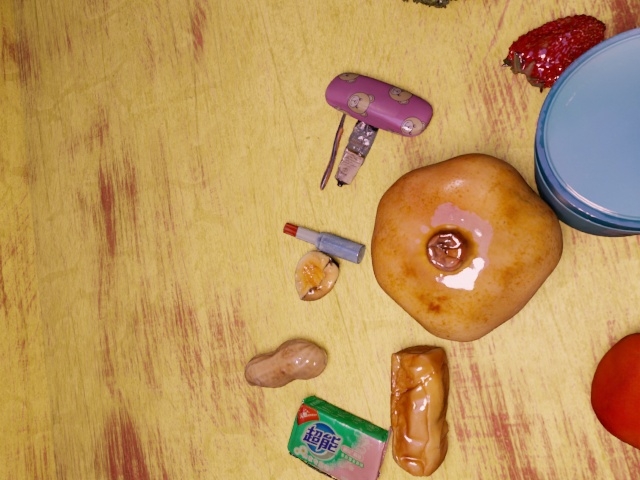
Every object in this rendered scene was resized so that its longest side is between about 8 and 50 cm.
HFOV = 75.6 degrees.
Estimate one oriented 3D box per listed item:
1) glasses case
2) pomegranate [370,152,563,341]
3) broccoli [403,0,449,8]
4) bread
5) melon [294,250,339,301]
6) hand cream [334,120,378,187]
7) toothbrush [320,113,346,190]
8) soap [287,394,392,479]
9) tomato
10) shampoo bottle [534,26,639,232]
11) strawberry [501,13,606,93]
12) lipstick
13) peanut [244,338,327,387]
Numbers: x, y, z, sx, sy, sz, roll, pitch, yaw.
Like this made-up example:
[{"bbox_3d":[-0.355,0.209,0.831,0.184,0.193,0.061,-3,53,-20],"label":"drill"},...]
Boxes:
[{"bbox_3d":[0.159,-0.385,1.159,0.316,0.076,0.123,29,72,20],"label":"glasses case"},{"bbox_3d":[0.308,0.014,0.916,0.416,0.416,0.417,-1,87,26],"label":"pomegranate"},{"bbox_3d":[0.311,-0.733,1.046,0.287,0.235,0.260,-13,106,21],"label":"broccoli"},{"bbox_3d":[0.251,0.419,1.040,0.132,0.166,0.295,-1,86,26],"label":"bread"},{"bbox_3d":[-0.010,0.097,1.244,0.160,0.079,0.128,-56,49,17],"label":"melon"},{"bbox_3d":[0.108,-0.272,1.221,0.075,0.052,0.248,25,92,-1],"label":"hand cream"},{"bbox_3d":[0.054,-0.305,1.256,0.031,0.023,0.321,25,98,28],"label":"toothbrush"},{"bbox_3d":[0.055,0.568,1.171,0.273,0.098,0.218,17,88,24],"label":"soap"},{"bbox_3d":[0.676,0.314,0.809,0.259,0.179,0.260,18,118,38],"label":"tomato"},{"bbox_3d":[0.596,-0.174,0.800,0.330,0.342,0.332,-1,87,26],"label":"shampoo bottle"},{"bbox_3d":[0.554,-0.472,0.980,0.208,0.087,0.167,-48,67,15],"label":"strawberry"},{"bbox_3d":[0.000,0.000,1.241,0.273,0.068,0.061,20,97,24],"label":"lipstick"},{"bbox_3d":[-0.111,0.375,1.248,0.290,0.130,0.130,-25,77,23],"label":"peanut"}]
